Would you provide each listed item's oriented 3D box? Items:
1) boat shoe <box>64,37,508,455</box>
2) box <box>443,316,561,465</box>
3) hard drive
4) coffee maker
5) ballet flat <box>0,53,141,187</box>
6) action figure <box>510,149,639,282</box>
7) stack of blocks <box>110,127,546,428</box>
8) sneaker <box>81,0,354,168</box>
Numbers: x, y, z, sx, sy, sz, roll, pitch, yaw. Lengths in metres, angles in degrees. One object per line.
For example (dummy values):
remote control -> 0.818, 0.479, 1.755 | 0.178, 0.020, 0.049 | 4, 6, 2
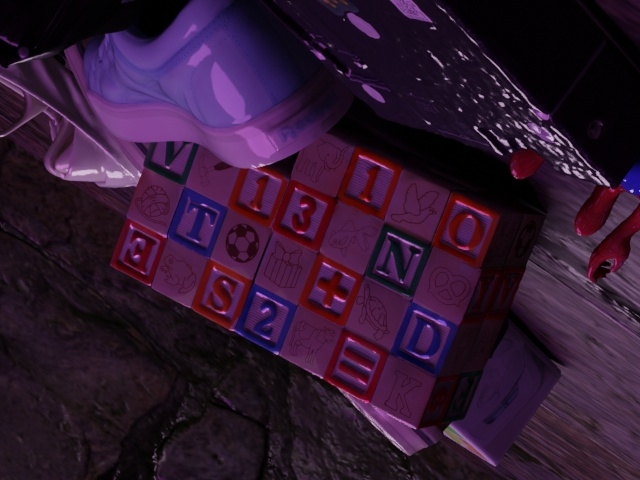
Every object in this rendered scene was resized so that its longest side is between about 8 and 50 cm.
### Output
boat shoe -> -0.036, -0.037, 1.559 | 0.500, 0.156, 0.187 | 45, 178, 21
box -> 0.074, 0.079, 1.824 | 0.262, 0.127, 0.231 | 29, 171, 44
hard drive -> 0.007, -0.167, 0.949 | 0.339, 0.064, 0.237 | 40, 170, -32
coffee maker -> -0.170, -0.170, 1.090 | 0.120, 0.171, 0.178 | 58, -168, -5
ballet flat -> -0.306, -0.149, 2.054 | 0.400, 0.139, 0.139 | 38, 171, -17
action figure -> 0.181, 0.004, 0.972 | 0.091, 0.139, 0.280 | 38, 169, -20
stack of blocks -> 0.000, 0.000, 1.378 | 0.297, 0.171, 0.087 | 26, -168, 26
sneaker -> -0.100, -0.158, 1.301 | 0.366, 0.135, 0.150 | 16, 140, 61
